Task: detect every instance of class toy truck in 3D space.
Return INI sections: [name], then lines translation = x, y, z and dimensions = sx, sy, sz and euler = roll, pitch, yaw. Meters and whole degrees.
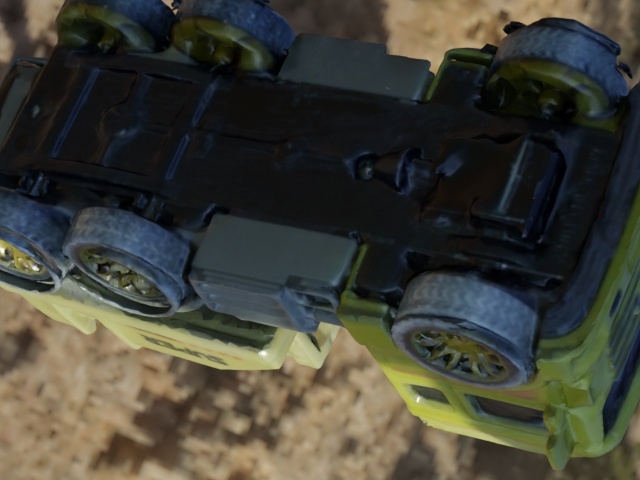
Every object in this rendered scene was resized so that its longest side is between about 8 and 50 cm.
[toy truck]
translation = 0.000, 0.000, 0.700
dimensions = 0.124, 0.272, 0.157
euler = -67, 151, -22
